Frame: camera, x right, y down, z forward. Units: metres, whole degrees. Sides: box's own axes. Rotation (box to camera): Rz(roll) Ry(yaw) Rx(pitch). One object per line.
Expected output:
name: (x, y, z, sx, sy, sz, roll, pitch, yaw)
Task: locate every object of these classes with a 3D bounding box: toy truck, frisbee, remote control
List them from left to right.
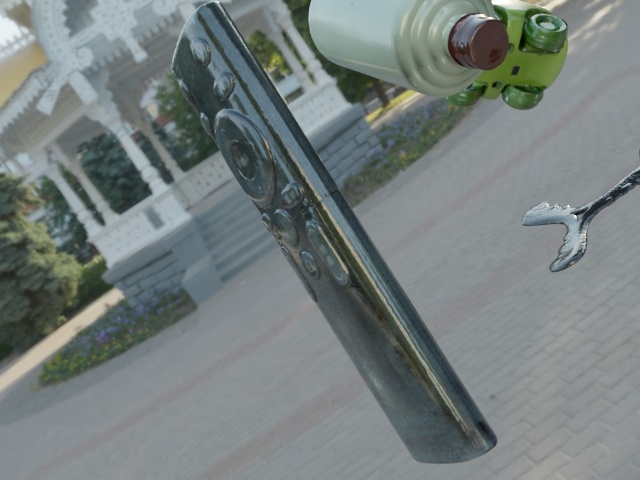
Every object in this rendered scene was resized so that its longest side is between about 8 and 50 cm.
remote control: (0.000, 0.000, 0.522, 0.044, 0.377, 0.107, -30, -4, -31)
toy truck: (0.253, -0.303, 1.021, 0.187, 0.210, 0.148, -9, -39, -14)
frisbee: (0.364, -0.046, 0.917, 0.187, 0.012, 0.211, -37, 15, 12)

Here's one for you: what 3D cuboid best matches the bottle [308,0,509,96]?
bottle: (0.081, -0.194, 0.617, 0.104, 0.104, 0.245, -35, 32, -9)
